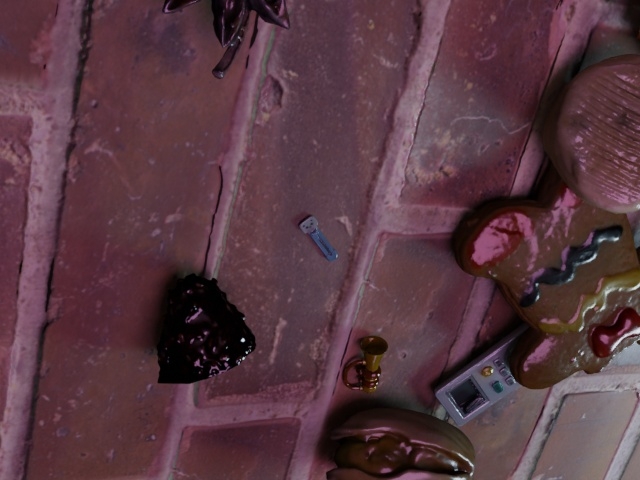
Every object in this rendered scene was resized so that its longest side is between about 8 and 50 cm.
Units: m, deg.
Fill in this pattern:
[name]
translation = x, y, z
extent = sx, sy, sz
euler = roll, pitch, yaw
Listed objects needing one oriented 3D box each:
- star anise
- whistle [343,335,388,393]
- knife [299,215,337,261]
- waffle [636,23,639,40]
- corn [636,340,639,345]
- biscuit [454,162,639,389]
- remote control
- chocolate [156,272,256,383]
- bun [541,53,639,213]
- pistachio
[star anise]
translation = -0.104, -0.327, 1.263
extent = 0.230, 0.081, 0.262
euler = 0, 109, -27
[whistle]
translation = 0.074, 0.212, 1.726
extent = 0.057, 0.046, 0.109
euler = -18, 134, -34
[knife]
translation = 0.000, 0.000, 1.571
extent = 0.027, 0.010, 0.096
euler = -37, 129, 0
[waffle]
translation = 0.613, -0.275, 1.546
extent = 0.151, 0.261, 0.324
euler = -57, 133, -12
[corn]
translation = 0.727, 0.137, 1.960
extent = 0.344, 0.131, 0.131
euler = -5, 122, -27
[biscuit]
translation = 0.435, 0.047, 1.743
extent = 0.368, 0.076, 0.394
euler = -33, 119, -6
[remote control]
translation = 0.333, 0.205, 1.847
extent = 0.293, 0.051, 0.103
euler = -37, 122, 0
[chocolate]
translation = -0.175, 0.114, 1.497
extent = 0.156, 0.156, 0.133
euler = -20, 101, -15
[bun]
translation = 0.443, -0.162, 1.597
extent = 0.210, 0.116, 0.237
euler = 14, 89, 1
[pistachio]
translation = 0.140, 0.374, 1.798
extent = 0.288, 0.197, 0.166
euler = 19, 67, -23
